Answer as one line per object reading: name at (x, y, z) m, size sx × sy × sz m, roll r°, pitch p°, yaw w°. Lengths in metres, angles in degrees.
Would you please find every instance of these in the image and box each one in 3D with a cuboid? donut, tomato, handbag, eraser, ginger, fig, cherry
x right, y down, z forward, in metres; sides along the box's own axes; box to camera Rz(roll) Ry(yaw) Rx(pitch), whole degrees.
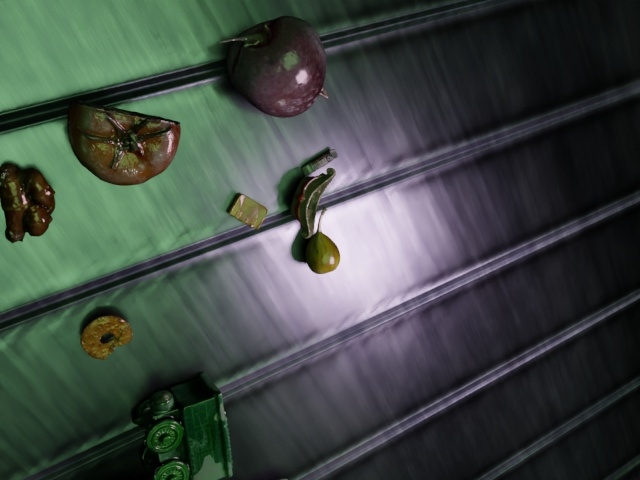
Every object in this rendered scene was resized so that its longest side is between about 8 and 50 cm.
donut at (-0.481, 0.209, 1.269) m, size 0.108 × 0.043 × 0.097 m, roll -31°, pitch 114°, yaw -16°
tomato at (-0.399, -0.190, 1.142) m, size 0.214 × 0.181 × 0.155 m, roll 6°, pitch 106°, yaw -24°
handbag at (-0.174, -0.070, 1.365) m, size 0.083 × 0.027 × 0.061 m, roll 29°, pitch 88°, yaw -27°
eraser at (-0.001, -0.196, 1.424) m, size 0.099 × 0.019 × 0.027 m, roll -34°, pitch 100°, yaw -16°
ginger at (-0.583, -0.075, 1.136) m, size 0.103 × 0.073 × 0.162 m, roll 0°, pitch 109°, yaw -13°
fig at (0.001, 0.002, 1.447) m, size 0.093 × 0.093 × 0.166 m, roll -9°, pitch 89°, yaw -25°
cherry at (-0.091, -0.378, 1.232) m, size 0.213 × 0.183 × 0.266 m, roll -12°, pitch 152°, yaw 14°

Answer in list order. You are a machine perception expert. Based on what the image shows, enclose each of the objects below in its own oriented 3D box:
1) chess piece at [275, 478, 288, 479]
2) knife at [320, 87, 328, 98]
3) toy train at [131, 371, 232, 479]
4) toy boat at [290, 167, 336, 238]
chess piece at (-0.208, 0.706, 1.458) m, size 0.299 × 0.195 × 0.194 m, roll 3°, pitch 101°, yaw -36°
knife at (-0.068, -0.416, 1.342) m, size 0.247 × 0.018 × 0.035 m, roll 33°, pitch 84°, yaw -32°
toy train at (-0.329, 0.468, 1.352) m, size 0.202 × 0.145 × 0.266 m, roll -13°, pitch 108°, yaw -27°
toy boat at (-0.025, -0.100, 1.397) m, size 0.071 × 0.089 × 0.185 m, roll 23°, pitch 96°, yaw 15°
